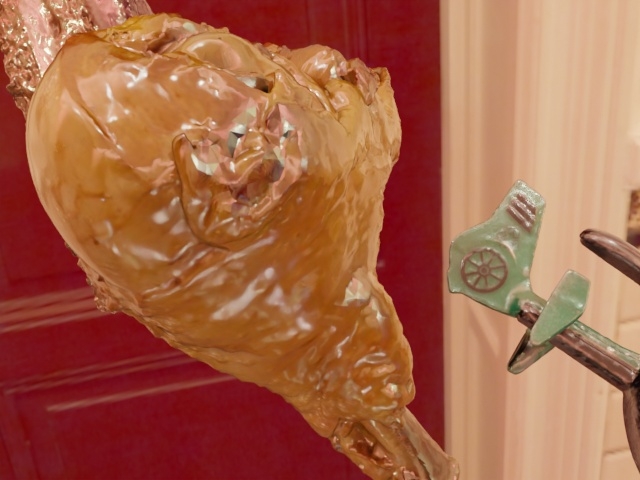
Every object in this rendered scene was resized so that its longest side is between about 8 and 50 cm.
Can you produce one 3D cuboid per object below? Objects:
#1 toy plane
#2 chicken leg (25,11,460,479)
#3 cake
[{"bbox_3d":[0.239,0.112,0.623,0.381,0.106,0.155,33,73,13],"label":"toy plane"},{"bbox_3d":[0.000,0.000,0.655,0.182,0.409,0.295,-17,29,36],"label":"chicken leg"},{"bbox_3d":[-0.156,-0.105,0.730,0.115,0.295,0.113,-12,18,18],"label":"cake"}]
